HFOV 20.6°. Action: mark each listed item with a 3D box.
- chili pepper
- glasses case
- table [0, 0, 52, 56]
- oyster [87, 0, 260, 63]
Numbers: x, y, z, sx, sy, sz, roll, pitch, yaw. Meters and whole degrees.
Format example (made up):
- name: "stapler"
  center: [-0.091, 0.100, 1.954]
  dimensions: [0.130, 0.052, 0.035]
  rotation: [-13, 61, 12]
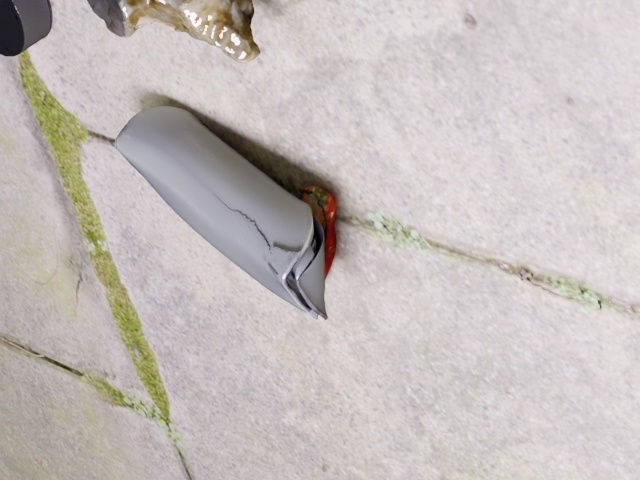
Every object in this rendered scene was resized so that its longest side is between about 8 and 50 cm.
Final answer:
- name: "chili pepper"
  center: [0.000, 0.000, 1.834]
  dimensions: [0.045, 0.027, 0.178]
  rotation: [38, 148, 30]
- name: "glasses case"
  center: [-0.085, -0.032, 1.837]
  dimensions: [0.308, 0.083, 0.128]
  rotation: [39, 165, 37]
- name: "table"
  center: [-0.360, -0.272, 1.965]
  dimensions: [0.133, 0.043, 0.133]
  rotation: [32, 146, 26]
- name: "oyster"
  center: [-0.184, -0.295, 1.653]
  dimensions: [0.166, 0.110, 0.341]
  rotation: [-35, 83, 53]
